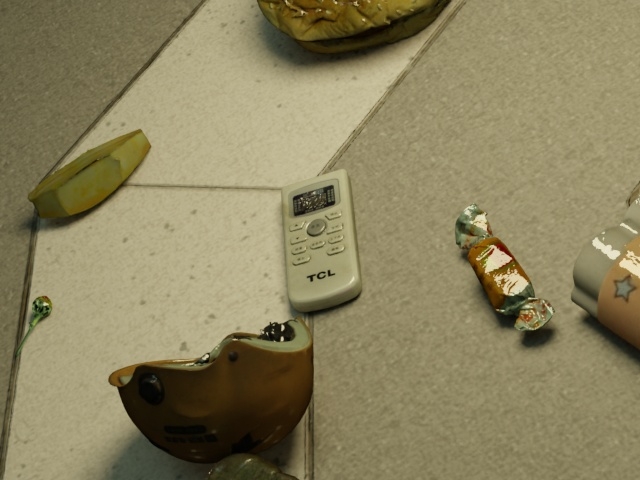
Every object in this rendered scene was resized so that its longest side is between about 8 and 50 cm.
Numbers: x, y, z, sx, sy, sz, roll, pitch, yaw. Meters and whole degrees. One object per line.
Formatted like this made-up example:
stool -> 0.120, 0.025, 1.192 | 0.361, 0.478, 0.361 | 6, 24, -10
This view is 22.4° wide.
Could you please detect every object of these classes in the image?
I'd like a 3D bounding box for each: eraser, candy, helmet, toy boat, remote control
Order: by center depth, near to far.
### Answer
eraser -> 0.402, 0.063, 1.595 | 0.171, 0.087, 0.290 | -40, 47, -14
helmet -> -0.104, 0.167, 1.698 | 0.224, 0.198, 0.130 | -17, 86, 27
candy -> 0.194, 0.036, 1.745 | 0.053, 0.046, 0.182 | -27, 51, -2
remote control -> 0.000, 0.000, 1.878 | 0.087, 0.029, 0.190 | -16, 48, 13
candy -> -0.353, 0.104, 1.967 | 0.083, 0.025, 0.023 | -62, 11, -18
toy boat -> -0.294, -0.084, 2.071 | 0.172, 0.065, 0.066 | -32, 26, -6

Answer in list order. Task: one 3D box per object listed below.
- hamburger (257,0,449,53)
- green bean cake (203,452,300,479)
hamburger -> 0.048, -0.364, 2.093 | 0.265, 0.134, 0.285 | -8, 51, 22
green bean cake -> -0.063, 0.321, 1.589 | 0.173, 0.094, 0.181 | 23, 66, 39
